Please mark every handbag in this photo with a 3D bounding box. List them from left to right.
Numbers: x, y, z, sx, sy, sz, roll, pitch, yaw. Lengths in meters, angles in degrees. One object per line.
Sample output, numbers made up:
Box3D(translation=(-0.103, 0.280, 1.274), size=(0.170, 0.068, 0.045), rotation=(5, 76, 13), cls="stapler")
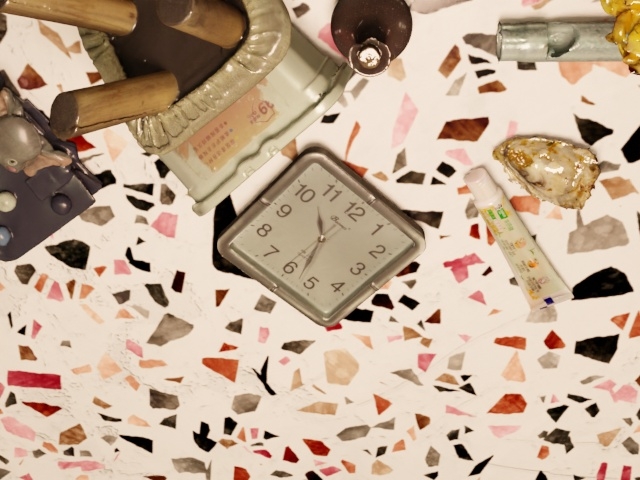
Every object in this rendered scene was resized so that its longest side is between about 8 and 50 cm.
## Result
Box3D(translation=(-0.535, -0.140, 1.458), size=(0.269, 0.118, 0.325), rotation=(-32, 117, 22), cls="handbag")

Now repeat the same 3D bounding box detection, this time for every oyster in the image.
Box3D(translation=(0.359, -0.113, 1.437), size=(0.177, 0.056, 0.105), rotation=(10, 111, -2), cls="oyster")

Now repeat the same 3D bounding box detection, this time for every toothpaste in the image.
Box3D(translation=(0.333, 0.005, 1.519), size=(0.056, 0.058, 0.314), rotation=(-48, 121, -19), cls="toothpaste")

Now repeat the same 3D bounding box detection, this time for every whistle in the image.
Box3D(translation=(0.415, -0.292, 1.313), size=(0.312, 0.062, 0.062), rotation=(1, 123, 4), cls="whistle")

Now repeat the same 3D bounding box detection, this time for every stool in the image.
Box3D(translation=(-0.245, -0.308, 1.188), size=(0.310, 0.226, 0.310), rotation=(-38, 72, 23), cls="stool")

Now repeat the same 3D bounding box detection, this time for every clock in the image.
Box3D(translation=(0.000, 0.000, 1.540), size=(0.273, 0.049, 0.279), rotation=(38, 118, -20), cls="clock")

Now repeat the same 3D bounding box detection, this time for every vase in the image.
Box3D(translation=(0.071, -0.290, 1.268), size=(0.120, 0.183, 0.120), rotation=(2, 122, 4), cls="vase")

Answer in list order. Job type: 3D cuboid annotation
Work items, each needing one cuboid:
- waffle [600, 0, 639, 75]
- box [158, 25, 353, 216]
Box3D(translation=(0.536, -0.367, 1.138), size=(0.380, 0.095, 0.382), rotation=(-22, 78, 18), cls="waffle")
Box3D(translation=(-0.127, -0.206, 1.358), size=(0.312, 0.175, 0.182), rotation=(-39, 103, 25), cls="box")
